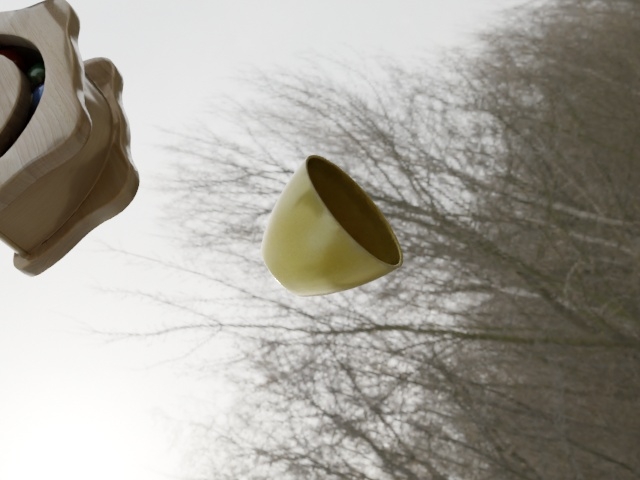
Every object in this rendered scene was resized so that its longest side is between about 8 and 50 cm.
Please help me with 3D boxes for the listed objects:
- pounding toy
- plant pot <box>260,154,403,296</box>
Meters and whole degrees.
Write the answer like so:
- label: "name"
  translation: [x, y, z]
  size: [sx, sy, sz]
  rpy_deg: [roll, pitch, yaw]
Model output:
- label: "pounding toy"
  translation: [-0.245, -0.119, 0.519]
  size: [0.155, 0.154, 0.270]
  rpy_deg: [60, -171, -54]
- label: "plant pot"
  translation: [0.000, 0.000, 0.685]
  size: [0.095, 0.134, 0.134]
  rpy_deg: [-41, -12, 21]
